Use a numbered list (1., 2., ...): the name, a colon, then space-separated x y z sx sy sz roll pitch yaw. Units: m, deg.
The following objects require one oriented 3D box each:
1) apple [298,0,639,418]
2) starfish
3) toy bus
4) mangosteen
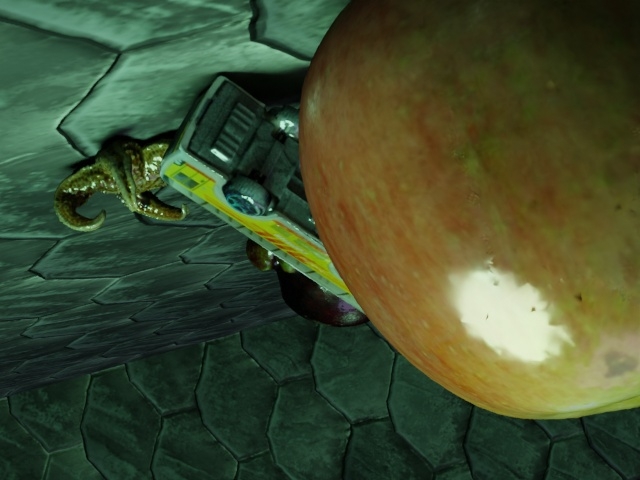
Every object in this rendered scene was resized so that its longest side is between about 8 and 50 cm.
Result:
1. apple: 0.170 -0.045 0.682 0.364 0.364 0.364 -15 171 -3
2. starfish: -0.141 -0.051 0.929 0.146 0.074 0.190 -21 169 38
3. toy bus: -0.010 -0.026 0.857 0.268 0.092 0.106 34 156 -21
4. mangosteen: 0.000 0.000 1.186 0.230 0.194 0.194 20 152 -28
